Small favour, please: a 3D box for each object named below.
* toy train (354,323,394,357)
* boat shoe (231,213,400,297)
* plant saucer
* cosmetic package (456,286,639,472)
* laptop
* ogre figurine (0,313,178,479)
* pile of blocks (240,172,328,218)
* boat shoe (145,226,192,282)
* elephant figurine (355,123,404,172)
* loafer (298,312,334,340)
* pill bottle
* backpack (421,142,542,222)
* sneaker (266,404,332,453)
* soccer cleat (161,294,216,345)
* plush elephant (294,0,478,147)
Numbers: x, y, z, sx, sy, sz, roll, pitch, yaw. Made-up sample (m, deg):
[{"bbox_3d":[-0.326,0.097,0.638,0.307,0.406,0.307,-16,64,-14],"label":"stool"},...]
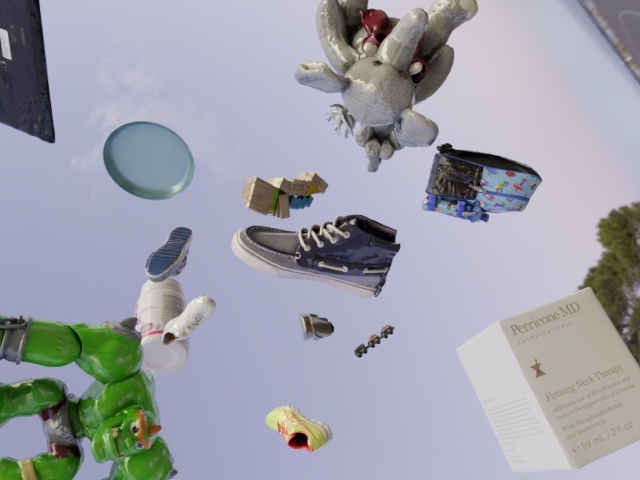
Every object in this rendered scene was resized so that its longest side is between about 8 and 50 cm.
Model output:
[{"bbox_3d":[0.175,0.326,1.649,0.036,0.158,0.027,44,166,53],"label":"toy train"},{"bbox_3d":[0.000,0.000,1.038,0.340,0.158,0.127,15,-145,-17],"label":"boat shoe"},{"bbox_3d":[-0.610,-0.287,1.806,0.317,0.317,0.044,32,-152,-25],"label":"plant saucer"},{"bbox_3d":[0.662,0.407,1.445,0.329,0.327,0.394,-17,-112,-14],"label":"cosmetic package"},{"bbox_3d":[-0.439,-0.301,0.692,0.264,0.234,0.137,22,-142,10],"label":"laptop"},{"bbox_3d":[-0.178,0.133,0.368,0.118,0.097,0.197,-15,-94,-22],"label":"ogre figurine"},{"bbox_3d":[-0.137,-0.157,1.750,0.362,0.112,0.149,-12,-76,-43],"label":"pile of blocks"},{"bbox_3d":[-0.318,0.042,1.089,0.066,0.066,0.183,10,-148,6],"label":"boat shoe"},{"bbox_3d":[0.183,-0.336,1.631,0.169,0.186,0.239,46,-174,-4],"label":"elephant figurine"},{"bbox_3d":[-0.009,0.288,1.716,0.251,0.087,0.095,43,-148,-73],"label":"loafer"},{"bbox_3d":[-0.479,0.248,1.520,0.160,0.160,0.283,27,-156,-30],"label":"pill bottle"},{"bbox_3d":[0.271,-0.087,0.845,0.173,0.117,0.158,15,-171,15],"label":"backpack"},{"bbox_3d":[-0.076,0.514,1.365,0.094,0.208,0.082,-25,-66,-51],"label":"sneaker"},{"bbox_3d":[-0.325,0.202,1.248,0.068,0.196,0.076,39,-144,-22],"label":"soccer cleat"},{"bbox_3d":[0.106,-0.298,0.850,0.271,0.330,0.255,20,-156,-13],"label":"plush elephant"}]
